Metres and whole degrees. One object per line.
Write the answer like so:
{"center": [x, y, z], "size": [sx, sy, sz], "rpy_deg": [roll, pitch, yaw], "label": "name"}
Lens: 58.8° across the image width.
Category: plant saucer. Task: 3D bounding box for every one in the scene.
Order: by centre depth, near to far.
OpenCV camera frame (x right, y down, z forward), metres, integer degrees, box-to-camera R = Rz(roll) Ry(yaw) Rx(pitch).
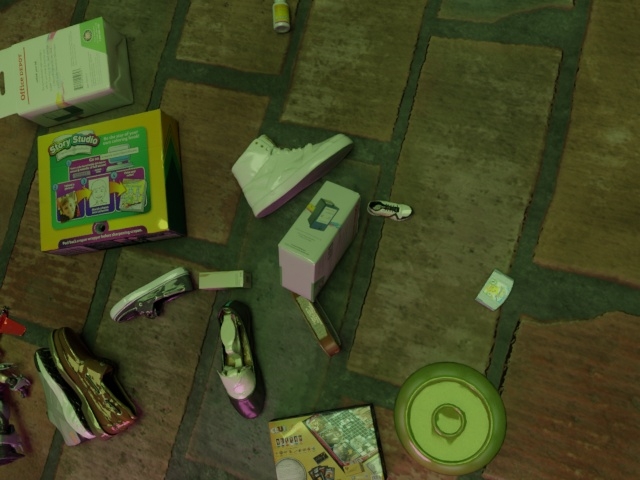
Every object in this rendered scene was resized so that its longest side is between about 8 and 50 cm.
{"center": [0.275, 0.384, 1.220], "size": [0.241, 0.037, 0.241], "rpy_deg": [-2, 82, 15], "label": "plant saucer"}

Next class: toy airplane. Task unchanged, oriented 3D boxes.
{"center": [-0.877, 0.250, 1.538], "size": [0.151, 0.028, 0.151], "rpy_deg": [-2, 82, 13], "label": "toy airplane"}

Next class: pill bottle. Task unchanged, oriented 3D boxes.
{"center": [-0.100, -0.575, 1.442], "size": [0.043, 0.043, 0.083], "rpy_deg": [-6, 82, 14], "label": "pill bottle"}

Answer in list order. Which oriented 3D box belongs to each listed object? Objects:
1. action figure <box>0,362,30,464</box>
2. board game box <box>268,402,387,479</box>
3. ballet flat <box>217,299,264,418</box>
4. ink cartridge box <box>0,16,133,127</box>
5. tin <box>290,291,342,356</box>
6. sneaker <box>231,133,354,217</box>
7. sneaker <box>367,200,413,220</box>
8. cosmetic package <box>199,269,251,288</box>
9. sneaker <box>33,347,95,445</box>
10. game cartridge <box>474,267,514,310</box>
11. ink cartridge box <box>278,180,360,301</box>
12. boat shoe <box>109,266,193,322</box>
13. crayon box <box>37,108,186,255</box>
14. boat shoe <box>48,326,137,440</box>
{"center": [-0.843, 0.435, 1.474], "size": [0.185, 0.099, 0.285], "rpy_deg": [-23, 74, 18], "label": "action figure"}
{"center": [0.014, 0.467, 1.273], "size": [0.243, 0.042, 0.165], "rpy_deg": [-13, 80, 13], "label": "board game box"}
{"center": [-0.200, 0.279, 1.325], "size": [0.095, 0.096, 0.280], "rpy_deg": [-14, 79, 12], "label": "ballet flat"}
{"center": [-0.702, -0.440, 1.539], "size": [0.353, 0.119, 0.207], "rpy_deg": [-11, 80, 12], "label": "ink cartridge box"}
{"center": [-0.010, 0.172, 1.288], "size": [0.040, 0.106, 0.190], "rpy_deg": [-31, 77, 1], "label": "tin"}
{"center": [-0.079, -0.203, 1.354], "size": [0.292, 0.108, 0.169], "rpy_deg": [-34, 79, 9], "label": "sneaker"}
{"center": [0.159, -0.070, 1.308], "size": [0.109, 0.044, 0.040], "rpy_deg": [5, 82, 13], "label": "sneaker"}
{"center": [-0.230, 0.097, 1.377], "size": [0.115, 0.060, 0.041], "rpy_deg": [-3, 81, 13], "label": "cosmetic package"}
{"center": [-0.656, 0.392, 1.428], "size": [0.108, 0.100, 0.271], "rpy_deg": [-37, 76, 12], "label": "sneaker"}
{"center": [0.383, 0.110, 1.241], "size": [0.056, 0.017, 0.083], "rpy_deg": [33, 92, 12], "label": "game cartridge"}
{"center": [0.000, 0.000, 1.238], "size": [0.093, 0.154, 0.212], "rpy_deg": [26, 57, 17], "label": "ink cartridge box"}
{"center": [-0.415, 0.153, 1.412], "size": [0.228, 0.080, 0.076], "rpy_deg": [-30, 75, 1], "label": "boat shoe"}
{"center": [-0.541, -0.143, 1.466], "size": [0.362, 0.106, 0.313], "rpy_deg": [-9, 79, 13], "label": "crayon box"}
{"center": [-0.557, 0.335, 1.412], "size": [0.104, 0.111, 0.307], "rpy_deg": [-33, 86, 4], "label": "boat shoe"}
